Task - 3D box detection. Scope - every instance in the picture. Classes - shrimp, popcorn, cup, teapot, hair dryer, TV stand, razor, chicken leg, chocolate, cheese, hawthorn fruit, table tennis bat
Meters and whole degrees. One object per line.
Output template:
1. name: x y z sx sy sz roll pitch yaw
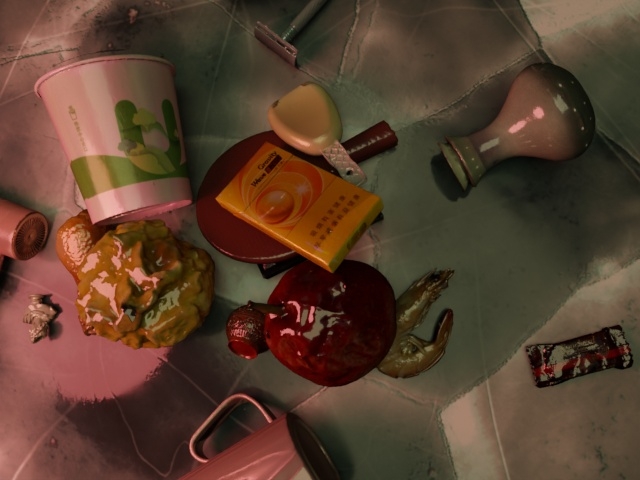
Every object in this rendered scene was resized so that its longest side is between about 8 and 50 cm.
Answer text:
1. shrimp: 0.188 0.156 1.044 0.133 0.053 0.236 36 93 10
2. popcorn: -0.318 0.084 1.019 0.250 0.225 0.249 0 90 15
3. cup: -0.120 0.442 0.998 0.273 0.288 0.208 -34 118 1
4. teapot: 0.346 -0.193 1.011 0.251 0.183 0.183 -28 83 15
5. hair dryer: -0.694 0.077 1.127 0.190 0.107 0.344 18 93 8
6. TV stand: 0.000 0.000 1.080 0.257 0.049 0.040 -26 82 3
7. razor: -0.020 -0.465 1.122 0.106 0.068 0.232 38 85 7
8. chicken leg: -0.457 0.064 1.106 0.108 0.087 0.251 -6 91 16
9. chocolate: 0.473 0.212 1.023 0.183 0.028 0.085 -13 81 6
10. cheese: 0.006 -0.188 1.042 0.127 0.054 0.251 -35 62 -3
11. cup: -0.366 -0.177 1.047 0.254 0.253 0.273 -14 91 4
12. hawthorn fruit: -0.011 0.135 0.978 0.266 0.210 0.230 13 102 -27
13. table tennis bat: -0.045 -0.114 1.077 0.415 0.051 0.268 -28 70 -2

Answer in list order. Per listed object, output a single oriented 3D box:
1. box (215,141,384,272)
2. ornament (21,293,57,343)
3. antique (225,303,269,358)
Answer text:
1. box: -0.041 -0.065 0.987 0.269 0.043 0.152 30 71 30
2. ornament: -0.568 0.155 1.129 0.068 0.041 0.092 -37 73 -4
3. antique: -0.129 0.166 1.055 0.104 0.104 0.103 -1 85 6
